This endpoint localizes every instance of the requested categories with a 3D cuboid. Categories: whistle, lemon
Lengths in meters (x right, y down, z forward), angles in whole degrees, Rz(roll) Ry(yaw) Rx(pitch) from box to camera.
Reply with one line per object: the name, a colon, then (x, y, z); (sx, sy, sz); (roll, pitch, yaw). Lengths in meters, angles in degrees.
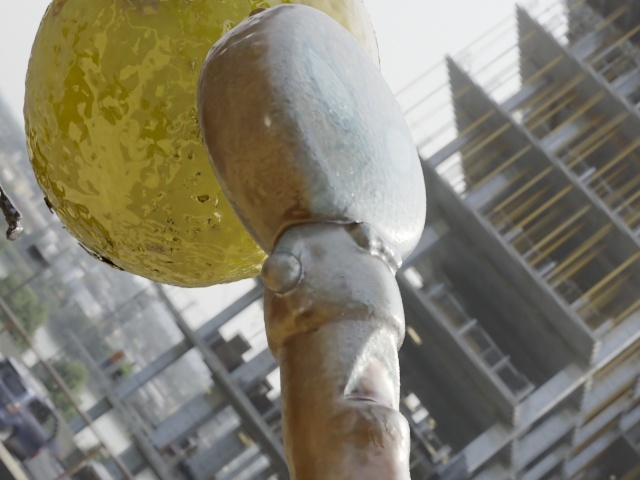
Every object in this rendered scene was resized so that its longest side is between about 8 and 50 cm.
whistle: (0.000, 0.000, 0.402); (0.107, 0.057, 0.220); (38, 36, -45)
lemon: (-0.086, -0.110, 0.845); (0.257, 0.310, 0.258); (23, 25, -11)

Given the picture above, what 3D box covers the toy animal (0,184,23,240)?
toy animal: (-0.346, 0.012, 0.925); (0.186, 0.214, 0.094); (19, 1, 11)
